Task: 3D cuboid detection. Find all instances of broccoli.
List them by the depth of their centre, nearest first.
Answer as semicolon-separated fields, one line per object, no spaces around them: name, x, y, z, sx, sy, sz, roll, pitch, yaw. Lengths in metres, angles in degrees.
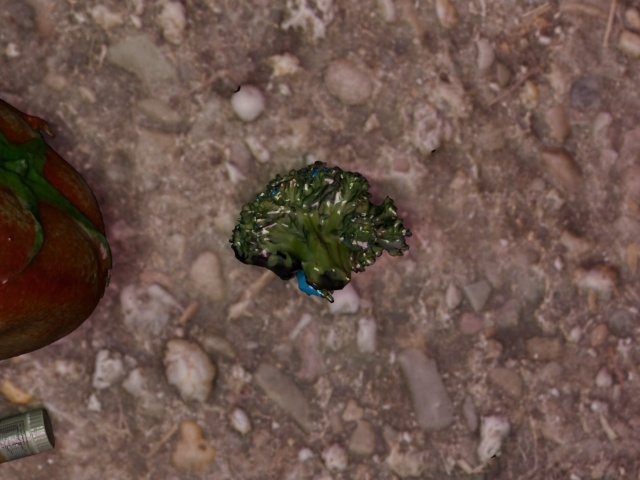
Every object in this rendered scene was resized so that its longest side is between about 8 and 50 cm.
broccoli;0.000;0.000;1.235;0.167;0.160;0.154;28;121;-20

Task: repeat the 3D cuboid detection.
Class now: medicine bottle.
medicine bottle;-0.329;0.210;1.277;0.083;0.047;0.047;-15;100;-5

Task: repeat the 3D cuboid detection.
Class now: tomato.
tomato;-0.357;-0.001;1.124;0.239;0.303;0.303;-41;101;18
